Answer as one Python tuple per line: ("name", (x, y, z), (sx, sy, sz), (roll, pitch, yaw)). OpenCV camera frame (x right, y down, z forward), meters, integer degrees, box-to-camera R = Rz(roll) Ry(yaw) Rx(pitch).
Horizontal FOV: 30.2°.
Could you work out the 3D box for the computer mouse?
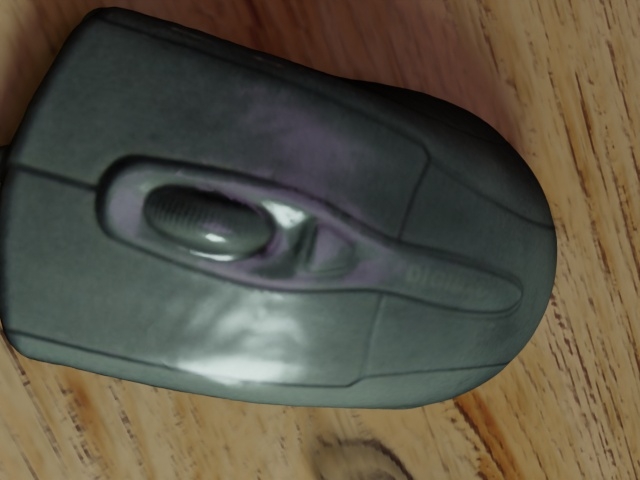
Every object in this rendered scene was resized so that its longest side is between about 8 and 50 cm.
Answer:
("computer mouse", (0.000, 0.000, 0.626), (0.371, 0.122, 0.188), (13, 93, -32))
